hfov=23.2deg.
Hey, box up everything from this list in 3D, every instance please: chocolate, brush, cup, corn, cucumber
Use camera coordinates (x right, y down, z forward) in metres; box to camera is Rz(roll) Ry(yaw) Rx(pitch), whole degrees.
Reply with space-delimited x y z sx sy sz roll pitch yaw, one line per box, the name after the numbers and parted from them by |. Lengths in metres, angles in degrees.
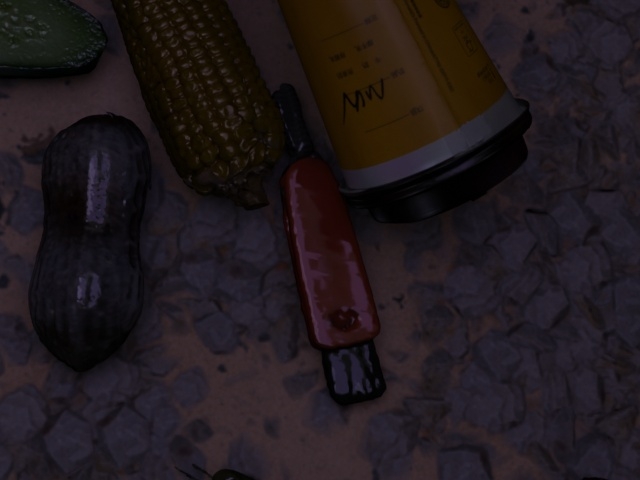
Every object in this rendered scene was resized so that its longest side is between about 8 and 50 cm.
-0.213 -0.002 1.451 0.110 0.110 0.248 2 75 -8 | chocolate
0.000 0.000 1.508 0.070 0.051 0.323 -14 79 -9 | brush
0.066 -0.164 1.454 0.196 0.196 0.279 -31 104 -14 | cup
-0.124 -0.172 1.498 0.119 0.119 0.321 -23 80 -13 | corn
-0.328 -0.200 1.503 0.244 0.063 0.115 14 66 -4 | cucumber

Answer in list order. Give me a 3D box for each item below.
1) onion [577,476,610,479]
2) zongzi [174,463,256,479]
0.261 0.306 1.453 0.150 0.140 0.150 -5 35 3 | onion
-0.085 0.279 1.430 0.154 0.062 0.130 24 86 4 | zongzi
